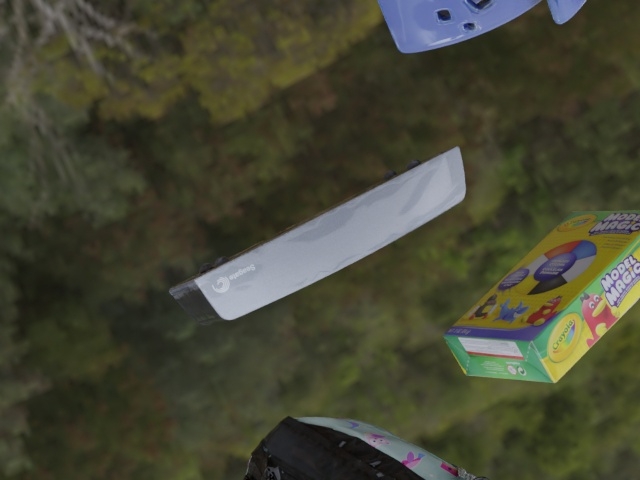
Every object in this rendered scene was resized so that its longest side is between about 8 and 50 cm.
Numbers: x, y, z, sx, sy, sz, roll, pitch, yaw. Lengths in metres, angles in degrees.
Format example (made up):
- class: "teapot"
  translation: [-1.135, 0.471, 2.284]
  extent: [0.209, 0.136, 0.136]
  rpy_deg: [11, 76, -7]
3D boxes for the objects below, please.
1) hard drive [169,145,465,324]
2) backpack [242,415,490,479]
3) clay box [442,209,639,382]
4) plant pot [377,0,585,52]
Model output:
- class: "hard drive"
  translation: [0.000, 0.000, 1.660]
  extent: [0.254, 0.054, 0.172]
  rpy_deg: [-27, -178, -14]
- class: "backpack"
  translation: [0.033, 0.192, 1.237]
  extent: [0.152, 0.182, 0.115]
  rpy_deg: [-59, 154, 1]
- class: "clay box"
  translation: [0.227, 0.038, 1.716]
  extent: [0.222, 0.053, 0.127]
  rpy_deg: [-43, -158, -27]
- class: "plant pot"
  translation: [0.166, -0.350, 1.902]
  extent: [0.212, 0.236, 0.236]
  rpy_deg: [-1, 135, 26]
